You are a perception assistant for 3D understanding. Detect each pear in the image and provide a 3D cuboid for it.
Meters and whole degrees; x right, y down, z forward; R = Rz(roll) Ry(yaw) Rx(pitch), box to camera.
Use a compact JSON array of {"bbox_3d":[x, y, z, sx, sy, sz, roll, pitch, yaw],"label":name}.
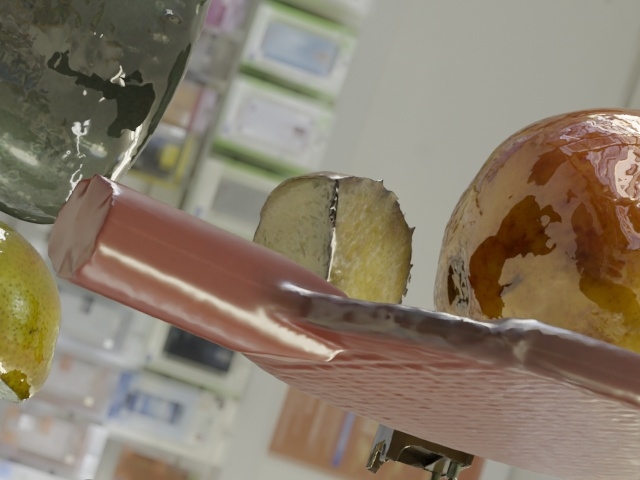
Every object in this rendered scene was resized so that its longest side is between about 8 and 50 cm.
[{"bbox_3d":[-0.237,0.040,1.366,0.104,0.141,0.141,-58,-175,-13],"label":"pear"}]

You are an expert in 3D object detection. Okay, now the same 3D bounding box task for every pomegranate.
[{"bbox_3d":[0.211,0.034,1.354,0.264,0.264,0.264,-161,-90,-82],"label":"pomegranate"}]

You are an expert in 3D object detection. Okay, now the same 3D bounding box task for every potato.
[{"bbox_3d":[0.000,0.000,1.295,0.100,0.089,0.172,-36,139,-38],"label":"potato"}]

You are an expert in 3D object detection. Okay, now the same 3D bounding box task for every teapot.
[{"bbox_3d":[-0.213,-0.162,1.129,0.305,0.285,0.223,-11,-124,64],"label":"teapot"}]

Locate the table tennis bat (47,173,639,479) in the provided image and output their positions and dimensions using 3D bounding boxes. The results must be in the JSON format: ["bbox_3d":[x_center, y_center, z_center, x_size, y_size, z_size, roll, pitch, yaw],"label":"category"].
[{"bbox_3d":[0.054,0.064,0.965,0.268,0.414,0.051,-6,-115,57],"label":"table tennis bat"}]

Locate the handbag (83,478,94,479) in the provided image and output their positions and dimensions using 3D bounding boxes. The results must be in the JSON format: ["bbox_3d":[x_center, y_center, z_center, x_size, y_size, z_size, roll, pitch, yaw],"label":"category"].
[{"bbox_3d":[-0.123,0.368,1.411,0.237,0.358,0.160,-59,161,10],"label":"handbag"}]

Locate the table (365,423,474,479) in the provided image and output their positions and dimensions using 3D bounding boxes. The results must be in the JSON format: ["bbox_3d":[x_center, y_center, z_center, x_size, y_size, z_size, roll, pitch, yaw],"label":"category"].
[{"bbox_3d":[0.084,0.146,1.507,0.083,0.070,0.082,131,-20,-72],"label":"table"}]
